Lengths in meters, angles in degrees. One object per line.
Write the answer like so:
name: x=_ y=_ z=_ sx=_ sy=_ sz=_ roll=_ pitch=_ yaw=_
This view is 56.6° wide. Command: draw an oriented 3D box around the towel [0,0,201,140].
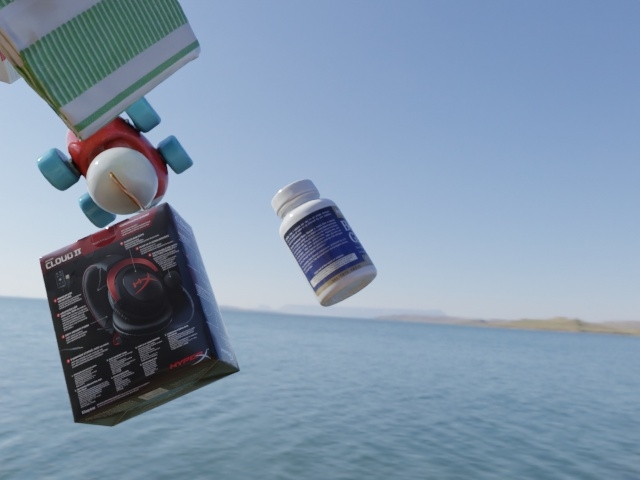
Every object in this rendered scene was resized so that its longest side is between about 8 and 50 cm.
towel: x=-0.322 y=-0.321 z=0.748 sx=0.038 sy=0.248 sz=0.324 roll=-2 pitch=-51 yaw=54

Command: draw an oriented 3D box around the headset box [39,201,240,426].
headset box: x=-0.277 y=0.097 z=0.895 sx=0.218 sy=0.293 sz=0.110 roll=-24 pitch=-23 yaw=0

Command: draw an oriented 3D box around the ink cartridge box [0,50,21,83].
ink cartridge box: x=-0.590 y=-0.394 z=1.161 sx=0.063 sy=0.150 sz=0.109 roll=20 pitch=-43 yaw=10

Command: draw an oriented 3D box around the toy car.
toy car: x=-0.333 y=-0.100 z=1.027 sx=0.238 sy=0.219 sz=0.210 roll=51 pitch=-5 yaw=46

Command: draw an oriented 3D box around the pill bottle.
pill bottle: x=0.000 y=0.000 z=0.842 sx=0.094 sy=0.169 sz=0.094 roll=-29 pitch=-16 yaw=-9
